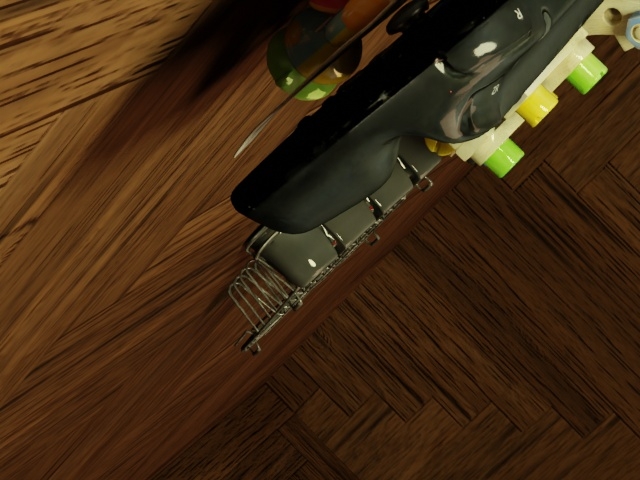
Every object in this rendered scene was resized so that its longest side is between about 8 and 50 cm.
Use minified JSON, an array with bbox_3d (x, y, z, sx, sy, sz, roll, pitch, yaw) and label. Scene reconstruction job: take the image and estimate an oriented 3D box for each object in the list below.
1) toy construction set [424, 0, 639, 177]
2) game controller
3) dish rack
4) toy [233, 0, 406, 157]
[{"bbox_3d":[0.189,-0.162,1.527,0.327,0.151,0.215,-23,160,-48],"label":"toy construction set"},{"bbox_3d":[0.069,-0.104,0.866,0.166,0.067,0.319,-27,-170,33],"label":"game controller"},{"bbox_3d":[0.000,0.000,1.701,0.208,0.074,0.271,-41,176,-25],"label":"dish rack"},{"bbox_3d":[0.027,-0.132,0.857,0.137,0.056,0.237,-46,-178,-28],"label":"toy"}]
